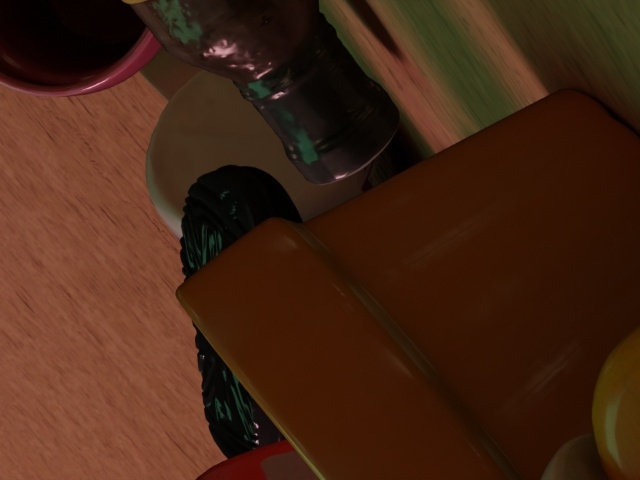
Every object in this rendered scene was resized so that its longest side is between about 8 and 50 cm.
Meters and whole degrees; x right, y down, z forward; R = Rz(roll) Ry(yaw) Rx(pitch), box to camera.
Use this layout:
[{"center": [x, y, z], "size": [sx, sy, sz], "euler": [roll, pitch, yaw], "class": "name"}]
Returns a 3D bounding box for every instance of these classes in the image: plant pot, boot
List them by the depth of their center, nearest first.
[{"center": [0.074, 0.041, 0.849], "size": [0.205, 0.188, 0.205], "euler": [50, 177, 3], "class": "plant pot"}, {"center": [0.018, 0.022, 1.319], "size": [0.094, 0.207, 0.246], "euler": [38, 143, 40], "class": "boot"}, {"center": [-0.198, -0.223, 1.651], "size": [0.201, 0.201, 0.180], "euler": [50, -168, 2], "class": "plant pot"}]

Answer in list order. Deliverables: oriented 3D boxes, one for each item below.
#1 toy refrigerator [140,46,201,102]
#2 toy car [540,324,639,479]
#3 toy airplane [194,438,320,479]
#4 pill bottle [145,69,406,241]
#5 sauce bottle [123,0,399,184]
[{"center": [-0.053, -0.106, 1.717], "size": [0.102, 0.094, 0.269], "euler": [45, -179, -32], "class": "toy refrigerator"}, {"center": [0.174, 0.089, 0.660], "size": [0.182, 0.159, 0.136], "euler": [50, -149, 6], "class": "toy car"}, {"center": [0.152, 0.181, 1.140], "size": [0.386, 0.272, 0.384], "euler": [42, -146, 5], "class": "toy airplane"}, {"center": [0.000, 0.000, 1.495], "size": [0.169, 0.169, 0.301], "euler": [48, 175, 37], "class": "pill bottle"}, {"center": [-0.079, -0.177, 1.112], "size": [0.344, 0.111, 0.111], "euler": [53, 176, -25], "class": "sauce bottle"}]
